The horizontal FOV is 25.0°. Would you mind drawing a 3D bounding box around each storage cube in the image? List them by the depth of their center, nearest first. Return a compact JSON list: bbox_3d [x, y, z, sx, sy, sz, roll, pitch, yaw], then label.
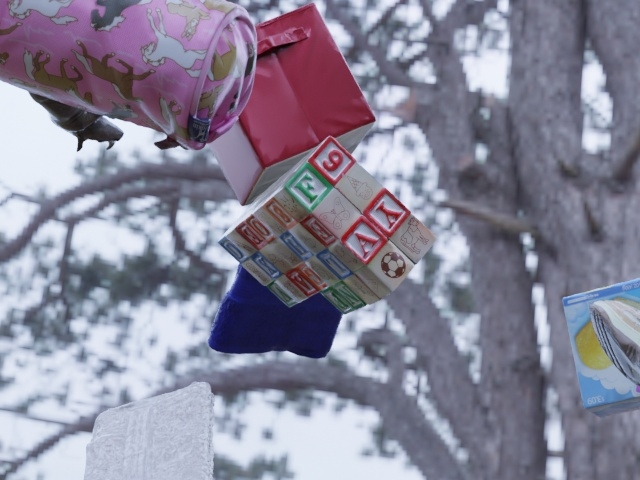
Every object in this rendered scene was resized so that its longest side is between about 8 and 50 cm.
[{"bbox_3d":[-0.060,-0.188,2.039,0.183,0.193,0.215,-24,-9,-19],"label":"storage cube"}]

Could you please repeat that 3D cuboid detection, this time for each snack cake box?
[{"bbox_3d":[0.455,0.121,1.828,0.264,0.152,0.089,-16,-21,22],"label":"snack cake box"}]

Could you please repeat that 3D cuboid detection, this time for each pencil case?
[{"bbox_3d":[-0.266,-0.218,1.556,0.386,0.167,0.160,18,-10,12],"label":"pencil case"}]

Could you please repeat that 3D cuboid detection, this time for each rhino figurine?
[{"bbox_3d":[-0.372,-0.206,2.218,0.106,0.073,0.243,-13,-30,10],"label":"rhino figurine"}]

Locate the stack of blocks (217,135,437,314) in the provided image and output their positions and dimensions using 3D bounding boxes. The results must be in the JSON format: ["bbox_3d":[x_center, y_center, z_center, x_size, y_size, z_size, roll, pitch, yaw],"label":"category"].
[{"bbox_3d":[0.000,0.000,1.732,0.171,0.087,0.297,43,-21,-6],"label":"stack of blocks"}]

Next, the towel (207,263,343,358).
[{"bbox_3d":[-0.044,0.054,2.384,0.227,0.076,0.308,6,-58,-29],"label":"towel"}]

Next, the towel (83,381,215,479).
[{"bbox_3d":[-0.240,0.308,2.042,0.187,0.282,0.049,-18,-60,5],"label":"towel"}]

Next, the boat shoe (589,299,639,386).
[{"bbox_3d":[0.327,0.104,1.398,0.072,0.190,0.068,-27,-60,-5],"label":"boat shoe"}]
